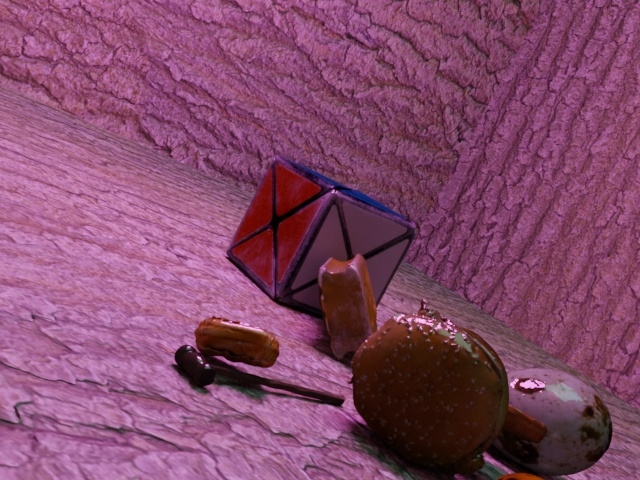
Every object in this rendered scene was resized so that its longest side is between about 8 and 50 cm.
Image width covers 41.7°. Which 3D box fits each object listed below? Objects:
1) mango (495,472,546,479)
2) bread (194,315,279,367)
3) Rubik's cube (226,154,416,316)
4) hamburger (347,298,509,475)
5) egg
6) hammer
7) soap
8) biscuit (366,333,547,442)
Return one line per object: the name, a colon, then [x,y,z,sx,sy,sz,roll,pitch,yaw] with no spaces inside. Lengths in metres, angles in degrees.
mango: [0.260,0.325,0.967,0.178,0.090,0.115,23,6,-32]
bread: [-0.105,0.131,1.058,0.111,0.044,0.083,16,-21,-6]
Rubik's cube: [0.000,0.000,1.746,0.260,0.254,0.259,24,8,-40]
hamburger: [0.145,0.200,1.086,0.215,0.189,0.122,46,19,18]
egg: [0.354,0.288,1.360,0.231,0.169,0.169,17,5,6]
hammer: [-0.061,0.182,1.065,0.292,0.029,0.058,25,8,-45]
soap: [0.053,0.109,1.518,0.080,0.160,0.257,-10,4,7]
biscuit: [0.197,0.225,1.237,0.205,0.049,0.324,34,-9,-37]
